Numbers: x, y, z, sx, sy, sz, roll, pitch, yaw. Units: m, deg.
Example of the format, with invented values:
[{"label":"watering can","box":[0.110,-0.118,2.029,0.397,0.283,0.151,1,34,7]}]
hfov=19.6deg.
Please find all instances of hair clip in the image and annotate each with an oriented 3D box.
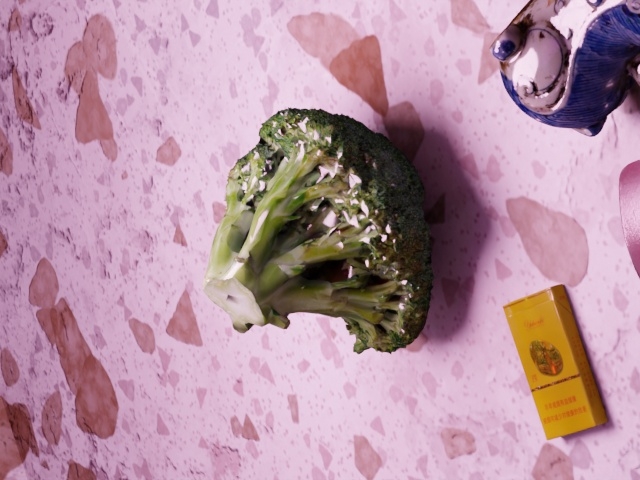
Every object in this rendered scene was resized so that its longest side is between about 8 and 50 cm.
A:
[{"label":"hair clip","box":[0.324,-0.012,1.838,0.054,0.022,0.137,-13,90,58]}]

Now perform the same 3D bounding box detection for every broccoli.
[{"label":"broccoli","box":[0.000,0.000,2.096,0.308,0.275,0.308,29,145,22]}]

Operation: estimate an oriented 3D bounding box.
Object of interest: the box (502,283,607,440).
[{"label":"box","box":[0.250,0.131,1.986,0.087,0.023,0.155,-28,78,57]}]

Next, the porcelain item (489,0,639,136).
[{"label":"porcelain item","box":[0.290,-0.199,1.743,0.186,0.138,0.288,42,140,0]}]
